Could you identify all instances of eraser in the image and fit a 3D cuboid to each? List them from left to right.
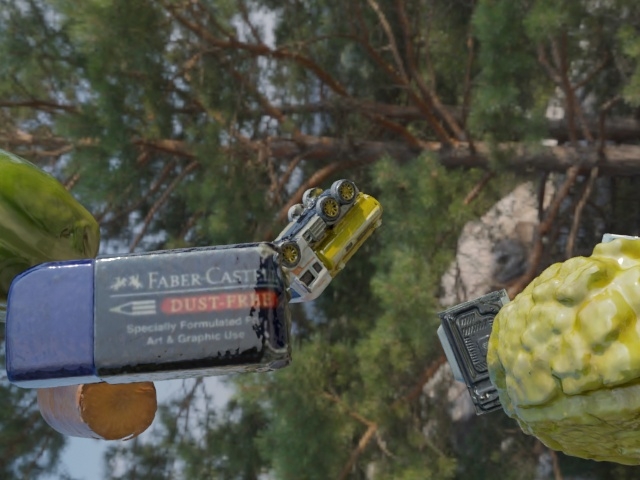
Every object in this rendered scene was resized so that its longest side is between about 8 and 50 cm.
[{"bbox_3d":[-0.199,0.089,0.978,0.101,0.332,0.154,94,171,-73],"label":"eraser"}]

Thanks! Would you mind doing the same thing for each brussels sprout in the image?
[{"bbox_3d":[-0.569,0.000,1.371,0.314,0.372,0.275,114,166,-55],"label":"brussels sprout"}]

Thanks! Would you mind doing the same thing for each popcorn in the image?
[{"bbox_3d":[0.278,0.121,0.795,0.286,0.226,0.173,73,-161,-57],"label":"popcorn"}]

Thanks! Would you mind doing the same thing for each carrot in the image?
[{"bbox_3d":[-0.377,0.268,1.444,0.254,0.196,0.195,-6,77,56],"label":"carrot"}]

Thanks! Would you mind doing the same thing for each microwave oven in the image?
[{"bbox_3d":[0.328,0.215,1.572,0.122,0.162,0.208,36,-148,-77],"label":"microwave oven"}]

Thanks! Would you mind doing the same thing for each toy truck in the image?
[{"bbox_3d":[0.000,0.000,1.237,0.098,0.114,0.227,-11,32,54],"label":"toy truck"}]

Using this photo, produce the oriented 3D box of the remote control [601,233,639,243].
[{"bbox_3d":[0.710,0.025,1.816,0.029,0.162,0.061,39,-114,-50],"label":"remote control"}]
